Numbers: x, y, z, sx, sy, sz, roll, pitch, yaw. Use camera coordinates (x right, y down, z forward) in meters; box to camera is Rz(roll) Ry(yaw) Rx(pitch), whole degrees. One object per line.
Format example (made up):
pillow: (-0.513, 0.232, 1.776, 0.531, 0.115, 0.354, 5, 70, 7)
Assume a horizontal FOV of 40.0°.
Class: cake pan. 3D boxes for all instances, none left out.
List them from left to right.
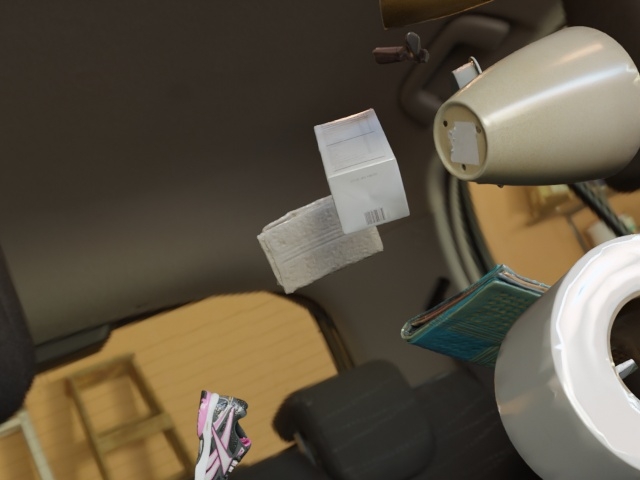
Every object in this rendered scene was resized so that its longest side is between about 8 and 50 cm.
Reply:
cake pan: (0.339, -0.251, 1.923, 0.054, 0.293, 0.293, -14, -11, 5)

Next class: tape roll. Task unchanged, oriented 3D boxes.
tape roll: (0.318, 0.136, 0.894, 0.246, 0.246, 0.169, -22, -18, -18)

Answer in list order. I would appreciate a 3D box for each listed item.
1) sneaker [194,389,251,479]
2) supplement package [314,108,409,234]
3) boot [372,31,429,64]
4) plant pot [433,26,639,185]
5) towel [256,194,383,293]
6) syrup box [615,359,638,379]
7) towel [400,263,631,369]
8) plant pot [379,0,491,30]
sneaker: (-0.137, 0.303, 1.247, 0.077, 0.178, 0.072, 4, 16, -3)
supplement package: (0.079, -0.143, 1.765, 0.139, 0.134, 0.244, -16, 31, 3)
boot: (0.143, -0.373, 1.720, 0.114, 0.037, 0.106, 7, -16, 29)
plant pot: (0.324, -0.188, 1.394, 0.274, 0.257, 0.256, -19, -13, -30)
towel: (0.000, 0.000, 2.148, 0.282, 0.187, 0.049, -23, 25, -2)
syrup box: (0.577, 0.188, 1.650, 0.236, 0.096, 0.093, -33, -26, -9)
towel: (0.354, 0.155, 1.462, 0.370, 0.040, 0.271, 18, -35, -24)
plant pot: (0.219, -0.457, 1.371, 0.254, 0.237, 0.237, -2, -9, 9)
